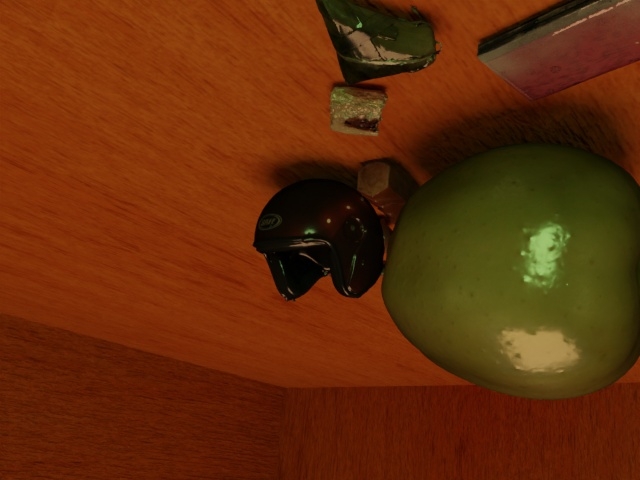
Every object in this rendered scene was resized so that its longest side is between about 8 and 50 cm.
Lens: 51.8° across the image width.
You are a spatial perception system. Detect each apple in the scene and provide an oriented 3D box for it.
[{"bbox_3d":[0.268,0.036,0.884,0.357,0.357,0.357,4,160,2],"label":"apple"}]

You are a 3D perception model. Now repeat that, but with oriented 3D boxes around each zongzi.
[{"bbox_3d":[0.059,-0.215,0.658,0.109,0.055,0.119,-5,146,19],"label":"zongzi"}]

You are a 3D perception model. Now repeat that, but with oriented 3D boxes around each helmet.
[{"bbox_3d":[0.000,0.000,1.036,0.216,0.193,0.189,15,167,-38],"label":"helmet"}]

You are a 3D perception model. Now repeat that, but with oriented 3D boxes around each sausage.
[{"bbox_3d":[0.117,-0.062,1.030,0.065,0.065,0.169,-6,157,28],"label":"sausage"}]

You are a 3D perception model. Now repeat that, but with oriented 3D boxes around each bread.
[{"bbox_3d":[0.044,-0.160,0.826,0.070,0.035,0.083,7,162,-2],"label":"bread"}]

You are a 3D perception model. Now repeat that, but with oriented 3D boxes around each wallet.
[{"bbox_3d":[0.287,-0.207,0.656,0.119,0.025,0.232,23,153,-39],"label":"wallet"}]

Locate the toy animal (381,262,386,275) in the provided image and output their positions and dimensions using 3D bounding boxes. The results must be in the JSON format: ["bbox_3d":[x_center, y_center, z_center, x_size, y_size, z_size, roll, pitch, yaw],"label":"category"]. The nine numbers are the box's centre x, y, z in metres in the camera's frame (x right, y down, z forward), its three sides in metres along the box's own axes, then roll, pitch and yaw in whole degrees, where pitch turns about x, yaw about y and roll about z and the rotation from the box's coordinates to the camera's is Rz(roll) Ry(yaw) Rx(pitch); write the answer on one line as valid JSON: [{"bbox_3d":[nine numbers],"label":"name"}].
[{"bbox_3d":[0.115,0.069,1.422,0.216,0.041,0.075,-1,158,3],"label":"toy animal"}]

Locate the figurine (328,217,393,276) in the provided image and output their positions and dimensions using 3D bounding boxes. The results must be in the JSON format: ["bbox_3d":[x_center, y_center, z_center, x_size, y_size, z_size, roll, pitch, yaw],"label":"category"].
[{"bbox_3d":[0.066,0.014,1.210,0.114,0.126,0.157,41,136,16],"label":"figurine"}]
